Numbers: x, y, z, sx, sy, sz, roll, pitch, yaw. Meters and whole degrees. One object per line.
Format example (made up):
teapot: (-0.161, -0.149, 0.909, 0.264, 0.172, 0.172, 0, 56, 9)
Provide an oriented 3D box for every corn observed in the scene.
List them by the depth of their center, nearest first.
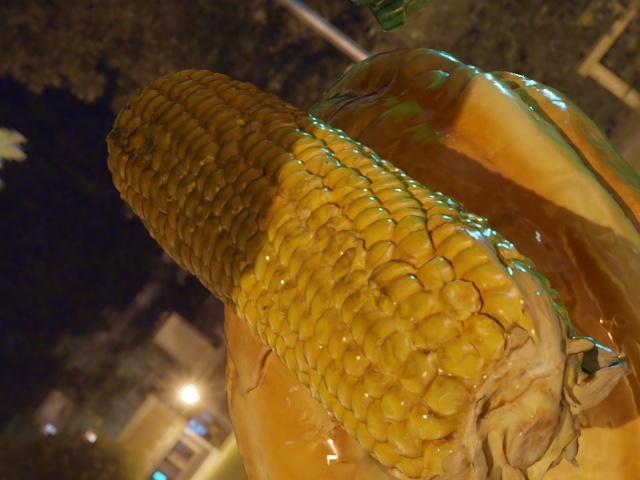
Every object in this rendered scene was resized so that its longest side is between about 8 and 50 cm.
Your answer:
corn: (0.000, 0.000, 0.591, 0.106, 0.293, 0.106, -20, -52, -27)

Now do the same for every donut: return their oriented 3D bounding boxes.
donut: (0.084, 0.101, 0.887, 0.198, 0.449, 0.449, -17, -19, -26)

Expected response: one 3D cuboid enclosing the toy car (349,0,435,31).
toy car: (0.016, -0.246, 0.770, 0.097, 0.141, 0.321, -30, -24, -4)
